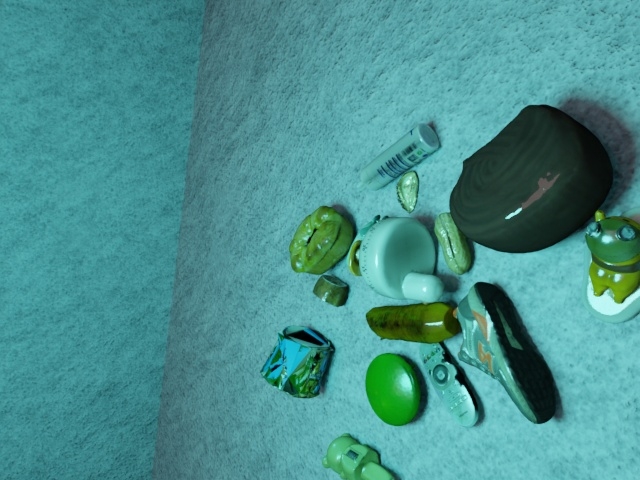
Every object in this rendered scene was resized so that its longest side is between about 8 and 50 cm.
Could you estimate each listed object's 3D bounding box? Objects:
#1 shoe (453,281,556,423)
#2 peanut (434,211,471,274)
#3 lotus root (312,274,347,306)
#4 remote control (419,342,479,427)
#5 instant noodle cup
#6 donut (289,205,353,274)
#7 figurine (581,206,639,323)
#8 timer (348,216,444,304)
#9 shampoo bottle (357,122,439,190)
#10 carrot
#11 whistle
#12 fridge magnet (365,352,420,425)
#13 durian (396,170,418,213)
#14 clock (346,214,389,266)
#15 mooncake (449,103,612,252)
[{"bbox_3d":[0.407,0.279,1.085,0.171,0.132,0.336,-49,49,43],"label":"shoe"},{"bbox_3d":[0.355,0.008,1.213,0.080,0.080,0.174,-28,70,47],"label":"peanut"},{"bbox_3d":[0.032,0.174,1.571,0.122,0.112,0.081,33,104,49],"label":"lotus root"},{"bbox_3d":[0.343,0.372,1.217,0.097,0.045,0.256,-51,46,33],"label":"remote control"},{"bbox_3d":[-0.075,0.419,1.612,0.240,0.240,0.178,30,103,49],"label":"instant noodle cup"},{"bbox_3d":[0.000,0.000,1.591,0.261,0.128,0.208,-40,39,37],"label":"donut"},{"bbox_3d":[0.573,0.047,0.880,0.167,0.141,0.249,22,104,49],"label":"figurine"},{"bbox_3d":[0.227,0.052,1.241,0.240,0.234,0.233,4,90,55],"label":"timer"},{"bbox_3d":[0.220,-0.237,1.393,0.303,0.092,0.092,-35,60,46],"label":"shampoo bottle"},{"bbox_3d":[0.253,0.233,1.285,0.302,0.114,0.114,-16,74,53],"label":"carrot"},{"bbox_3d":[0.117,0.696,1.414,0.289,0.131,0.106,4,129,52],"label":"whistle"},{"bbox_3d":[0.213,0.437,1.337,0.208,0.088,0.207,-7,81,52],"label":"fridge magnet"},{"bbox_3d":[0.263,-0.148,1.383,0.066,0.052,0.130,6,95,13],"label":"durian"},{"bbox_3d":[0.159,0.007,1.405,0.060,0.148,0.188,32,109,28],"label":"clock"},{"bbox_3d":[0.448,-0.139,1.001,0.326,0.174,0.333,1,75,63],"label":"mooncake"}]
